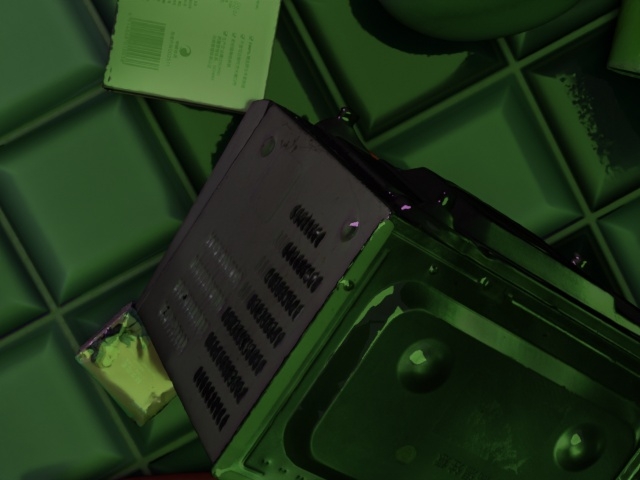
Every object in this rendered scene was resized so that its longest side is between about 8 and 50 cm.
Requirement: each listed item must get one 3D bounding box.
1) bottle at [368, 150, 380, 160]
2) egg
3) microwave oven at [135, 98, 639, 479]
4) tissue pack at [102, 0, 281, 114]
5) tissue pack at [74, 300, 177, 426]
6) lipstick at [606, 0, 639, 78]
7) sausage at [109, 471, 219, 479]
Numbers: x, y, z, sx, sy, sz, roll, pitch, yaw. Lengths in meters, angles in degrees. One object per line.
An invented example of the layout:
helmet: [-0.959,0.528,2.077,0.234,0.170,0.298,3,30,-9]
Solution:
bottle: [0.000,0.000,1.152,0.187,0.069,0.069,-43,98,2]
egg: [0.154,-0.265,1.091,0.231,0.168,0.168,-21,97,-1]
microwave oven: [0.096,0.085,1.002,0.394,0.333,0.247,29,98,-28]
tissue pack: [-0.101,-0.243,1.105,0.148,0.092,0.246,10,94,-5]
tissue pack: [-0.172,0.116,1.149,0.074,0.059,0.094,-42,98,-3]
lipstick: [0.340,-0.303,1.155,0.076,0.076,0.304,12,95,-7]
sausage: [-0.162,0.275,1.140,0.259,0.113,0.113,-6,96,-5]
